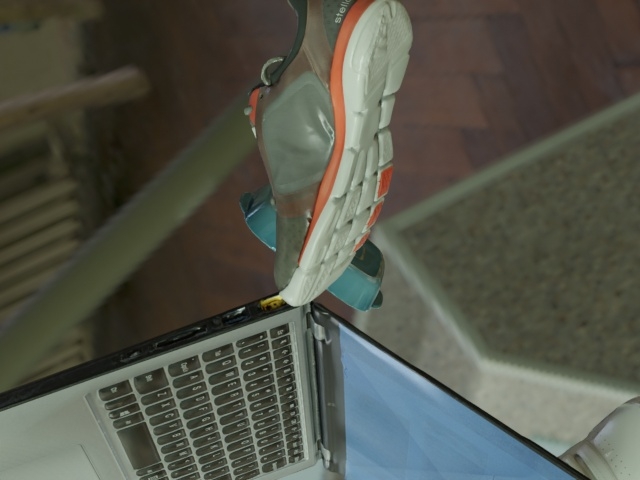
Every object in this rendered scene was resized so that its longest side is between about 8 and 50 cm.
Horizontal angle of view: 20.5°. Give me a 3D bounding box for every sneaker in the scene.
[{"bbox_3d":[-0.004,-0.047,0.821,0.065,0.061,0.158,23,113,23],"label":"sneaker"},{"bbox_3d":[0.208,0.258,1.556,0.305,0.152,0.114,-56,41,17],"label":"sneaker"}]

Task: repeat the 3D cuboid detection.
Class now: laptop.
[{"bbox_3d":[-0.016,0.211,1.201,0.382,0.408,0.236,87,163,-68],"label":"laptop"}]

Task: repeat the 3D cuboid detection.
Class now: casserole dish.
[{"bbox_3d":[0.000,0.000,1.855,0.188,0.037,0.114,37,-157,-9],"label":"casserole dish"}]
